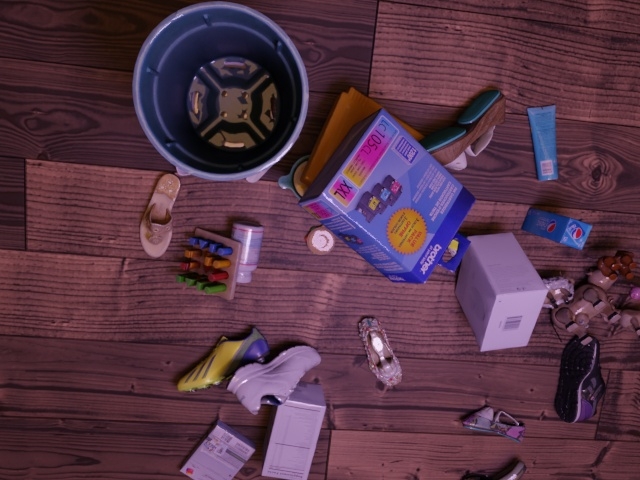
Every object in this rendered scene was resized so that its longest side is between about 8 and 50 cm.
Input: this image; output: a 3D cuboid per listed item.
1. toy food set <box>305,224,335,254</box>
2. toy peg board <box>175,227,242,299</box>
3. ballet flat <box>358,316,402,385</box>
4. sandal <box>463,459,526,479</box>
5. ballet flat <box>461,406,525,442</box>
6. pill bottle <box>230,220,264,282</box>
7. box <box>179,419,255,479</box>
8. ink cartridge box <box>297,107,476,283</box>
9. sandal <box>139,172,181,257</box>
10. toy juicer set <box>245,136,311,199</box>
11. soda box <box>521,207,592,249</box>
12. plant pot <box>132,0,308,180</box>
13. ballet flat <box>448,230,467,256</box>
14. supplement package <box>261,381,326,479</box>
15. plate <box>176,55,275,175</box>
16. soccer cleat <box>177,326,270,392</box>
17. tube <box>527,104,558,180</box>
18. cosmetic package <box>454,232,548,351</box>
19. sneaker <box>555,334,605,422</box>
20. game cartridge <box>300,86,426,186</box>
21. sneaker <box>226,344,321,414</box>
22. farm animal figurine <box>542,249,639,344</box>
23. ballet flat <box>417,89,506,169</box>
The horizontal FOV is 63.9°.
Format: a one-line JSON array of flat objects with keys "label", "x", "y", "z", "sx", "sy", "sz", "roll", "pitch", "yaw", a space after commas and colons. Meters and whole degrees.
[{"label": "toy food set", "x": 0.000, "y": 0.000, "z": 1.453, "sx": 0.083, "sy": 0.020, "sz": 0.083, "roll": -16, "pitch": 103, "yaw": -2}, {"label": "toy peg board", "x": -0.305, "y": 0.064, "z": 1.368, "sx": 0.161, "sy": 0.079, "sz": 0.160, "roll": 17, "pitch": 102, "yaw": 29}, {"label": "ballet flat", "x": 0.177, "y": 0.339, "z": 1.510, "sx": 0.091, "sy": 0.077, "sz": 0.240, "roll": -27, "pitch": 103, "yaw": 0}, {"label": "sandal", "x": 0.506, "y": 0.772, "z": 1.623, "sx": 0.303, "sy": 0.120, "sz": 0.086, "roll": -36, "pitch": 75, "yaw": 1}, {"label": "ballet flat", "x": 0.541, "y": 0.565, "z": 1.597, "sx": 0.222, "sy": 0.077, "sz": 0.079, "roll": 19, "pitch": 81, "yaw": -13}, {"label": "pill bottle", "x": -0.209, "y": 0.030, "z": 1.406, "sx": 0.087, "sy": 0.087, "sz": 0.160, "roll": 10, "pitch": 101, "yaw": -7}, {"label": "box", "x": -0.308, "y": 0.654, "z": 1.548, "sx": 0.145, "sy": 0.038, "sz": 0.186, "roll": 37, "pitch": 95, "yaw": -11}, {"label": "ink cartridge box", "x": 0.187, "y": -0.077, "z": 1.241, "sx": 0.395, "sy": 0.151, "sz": 0.269, "roll": 40, "pitch": 73, "yaw": -18}, {"label": "sandal", "x": -0.435, "y": -0.062, "z": 1.371, "sx": 0.088, "sy": 0.079, "sz": 0.239, "roll": 17, "pitch": 99, "yaw": -8}, {"label": "toy juicer set", "x": -0.005, "y": -0.190, "z": 1.339, "sx": 0.329, "sy": 0.089, "sz": 0.209, "roll": 23, "pitch": 80, "yaw": -11}, {"label": "soda box", "x": 0.641, "y": -0.036, "z": 1.407, "sx": 0.067, "sy": 0.210, "sz": 0.071, "roll": 18, "pitch": 98, "yaw": -8}, {"label": "plant pot", "x": -0.207, "y": -0.320, "z": 1.165, "sx": 0.342, "sy": 0.334, "sz": 0.340, "roll": -1, "pitch": 102, "yaw": -5}, {"label": "ballet flat", "x": 0.421, "y": 0.023, "z": 1.474, "sx": 0.231, "sy": 0.077, "sz": 0.077, "roll": 17, "pitch": 116, "yaw": -10}, {"label": "supplement package", "x": -0.083, "y": 0.550, "z": 1.499, "sx": 0.139, "sy": 0.134, "sz": 0.243, "roll": 13, "pitch": 100, "yaw": -8}, {"label": "plate", "x": -0.266, "y": -0.330, "z": 1.350, "sx": 0.278, "sy": 0.045, "sz": 0.277, "roll": -11, "pitch": 102, "yaw": -2}, {"label": "soccer cleat", "x": -0.285, "y": 0.345, "z": 1.476, "sx": 0.289, "sy": 0.093, "sz": 0.121, "roll": -26, "pitch": 77, "yaw": 3}, {"label": "tube", "x": 0.631, "y": -0.273, "z": 1.445, "sx": 0.080, "sy": 0.052, "sz": 0.206, "roll": -9, "pitch": 97, "yaw": -8}, {"label": "cosmetic package", "x": 0.475, "y": 0.136, "z": 1.383, "sx": 0.138, "sy": 0.224, "sz": 0.223, "roll": -6, "pitch": 132, "yaw": -5}, {"label": "sneaker", "x": 0.820, "y": 0.422, "z": 1.587, "sx": 0.124, "sy": 0.107, "sz": 0.283, "roll": 2, "pitch": 105, "yaw": -21}, {"label": "game cartridge", "x": 0.140, "y": -0.202, "z": 1.332, "sx": 0.324, "sy": 0.053, "sz": 0.285, "roll": 28, "pitch": 75, "yaw": -22}, {"label": "sneaker", "x": -0.111, "y": 0.387, "z": 1.418, "sx": 0.297, "sy": 0.129, "sz": 0.111, "roll": -17, "pitch": 144, "yaw": -38}, {"label": "farm animal figurine", "x": 0.821, "y": 0.175, "z": 1.500, "sx": 0.327, "sy": 0.172, "sz": 0.330, "roll": -30, "pitch": 111, "yaw": 14}, {"label": "ballet flat", "x": 0.377, "y": -0.266, "z": 1.366, "sx": 0.342, "sy": 0.116, "sz": 0.124, "roll": -40, "pitch": 119, "yaw": -19}]
